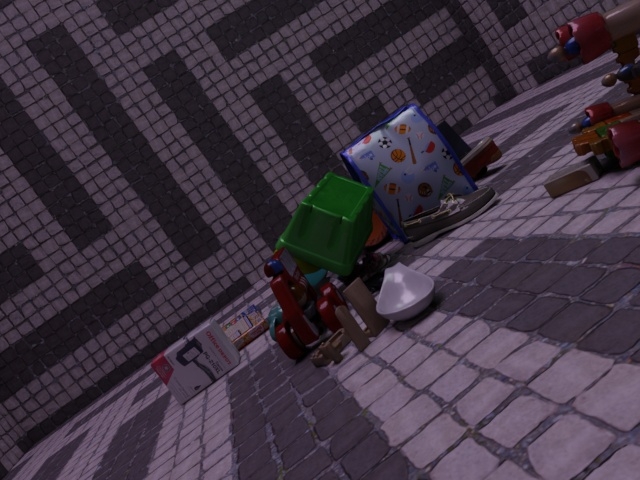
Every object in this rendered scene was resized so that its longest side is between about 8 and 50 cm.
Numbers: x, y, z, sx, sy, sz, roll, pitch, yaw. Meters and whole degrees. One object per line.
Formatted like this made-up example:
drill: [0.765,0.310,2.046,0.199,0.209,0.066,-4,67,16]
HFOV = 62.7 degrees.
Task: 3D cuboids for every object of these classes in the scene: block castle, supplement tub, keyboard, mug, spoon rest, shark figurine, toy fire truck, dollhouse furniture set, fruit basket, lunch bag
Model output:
block castle: [0.618,-0.340,1.131,0.213,0.303,0.453,-22,10,26]
supplement tub: [0.185,-0.079,2.120,0.193,0.193,0.316,-34,5,8]
keyboard: [0.168,0.123,1.473,0.108,0.023,0.180,-30,3,-20]
mug: [-0.104,0.241,1.663,0.129,0.097,0.158,-34,6,5]
spoon rest: [0.184,0.107,1.186,0.137,0.084,0.276,-29,6,7]
shark figurine: [-0.001,0.159,1.669,0.116,0.166,0.278,-60,-24,5]
toy fire truck: [-0.064,0.151,1.405,0.169,0.254,0.302,-34,6,10]
dollhouse furniture set: [0.037,0.187,1.188,0.144,0.123,0.151,-39,7,-35]
fruit basket: [0.000,0.000,1.709,0.392,0.283,0.392,21,-90,-82]
lunch bag: [0.298,-0.239,1.845,0.328,0.385,0.239,-36,6,-2]

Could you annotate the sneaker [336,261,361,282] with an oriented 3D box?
sneaker: [0.103,0.114,1.778,0.076,0.065,0.166,-54,8,-14]

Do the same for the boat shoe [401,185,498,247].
boat shoe: [0.381,-0.085,1.578,0.305,0.091,0.109,-32,7,30]

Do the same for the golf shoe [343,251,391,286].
golf shoe: [0.146,0.098,1.656,0.086,0.067,0.186,5,-30,-37]

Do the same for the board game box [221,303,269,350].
board game box: [-0.300,0.339,1.981,0.193,0.045,0.147,-36,28,-9]

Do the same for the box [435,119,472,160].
box: [0.429,-0.297,2.188,0.294,0.183,0.296,-35,-13,-11]

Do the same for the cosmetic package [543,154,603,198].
cosmetic package: [0.580,-0.146,1.207,0.115,0.041,0.060,-29,9,48]

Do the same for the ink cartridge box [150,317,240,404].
ink cartridge box: [-0.412,0.399,1.755,0.237,0.172,0.100,-35,6,-3]

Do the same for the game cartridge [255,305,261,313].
game cartridge: [-0.352,0.375,2.197,0.196,0.060,0.294,-31,6,7]

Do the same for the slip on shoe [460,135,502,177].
slip on shoe: [0.578,-0.277,2.004,0.123,0.101,0.331,-44,-4,-22]

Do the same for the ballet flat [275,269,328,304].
ballet flat: [-0.074,0.185,2.074,0.248,0.086,0.086,-37,6,-9]
